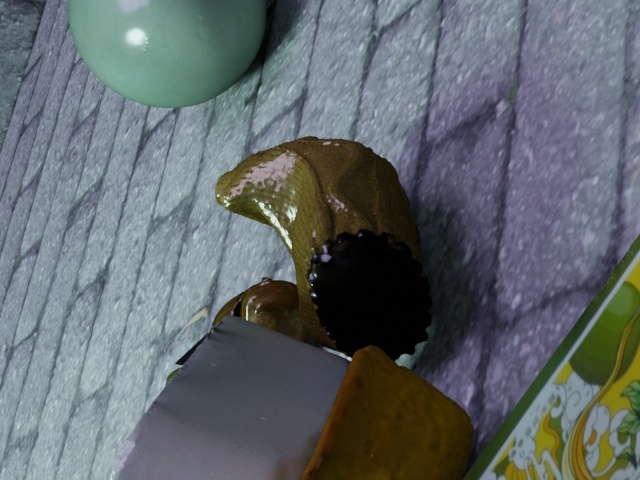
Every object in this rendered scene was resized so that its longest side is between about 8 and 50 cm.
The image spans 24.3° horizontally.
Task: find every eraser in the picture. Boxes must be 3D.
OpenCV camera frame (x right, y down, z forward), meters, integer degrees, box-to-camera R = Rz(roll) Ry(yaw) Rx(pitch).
[{"bbox_3d":[-0.095,0.248,1.266,0.331,0.150,0.331,23,-90,-86],"label":"eraser"}]

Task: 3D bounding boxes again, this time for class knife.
[{"bbox_3d":[-0.114,0.124,1.763,0.072,0.019,0.245,-43,10,-24],"label":"knife"}]

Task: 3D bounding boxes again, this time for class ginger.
[{"bbox_3d":[-0.101,0.174,1.589,0.309,0.107,0.133,-62,-11,9],"label":"ginger"}]

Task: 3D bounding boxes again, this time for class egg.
[{"bbox_3d":[-0.220,-0.328,2.126,0.276,0.276,0.389,-67,22,0],"label":"egg"}]

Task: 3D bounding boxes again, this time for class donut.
[{"bbox_3d":[0.031,0.230,1.124,0.303,0.110,0.302,20,-90,-83],"label":"donut"}]

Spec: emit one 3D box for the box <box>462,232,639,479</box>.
[{"bbox_3d":[0.239,0.161,0.790,0.420,0.138,0.373,-58,23,21],"label":"box"}]

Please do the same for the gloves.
[{"bbox_3d":[0.015,-0.005,1.424,0.155,0.203,0.356,-32,27,-9],"label":"gloves"}]

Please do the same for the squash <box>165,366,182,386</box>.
[{"bbox_3d":[-0.141,0.175,1.774,0.183,0.052,0.052,-6,63,62],"label":"squash"}]
